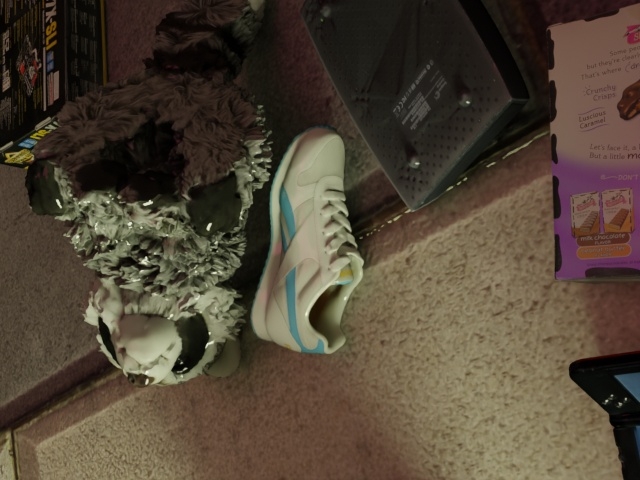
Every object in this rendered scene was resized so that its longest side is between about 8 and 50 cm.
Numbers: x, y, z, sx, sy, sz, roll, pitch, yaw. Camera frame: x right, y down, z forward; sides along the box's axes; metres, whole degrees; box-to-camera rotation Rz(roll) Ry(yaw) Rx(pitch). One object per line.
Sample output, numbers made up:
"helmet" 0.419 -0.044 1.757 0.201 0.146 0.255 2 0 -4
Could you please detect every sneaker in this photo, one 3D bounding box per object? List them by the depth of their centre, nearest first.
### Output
"sneaker" 0.000 0.000 0.739 0.092 0.087 0.228 14 99 34

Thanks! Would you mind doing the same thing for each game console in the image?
"game console" 0.254 0.132 0.486 0.144 0.124 0.085 -18 46 39

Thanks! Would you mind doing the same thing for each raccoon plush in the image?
"raccoon plush" -0.120 -0.046 0.827 0.216 0.446 0.299 18 141 18

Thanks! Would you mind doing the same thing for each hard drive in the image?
"hard drive" 0.078 -0.174 0.669 0.254 0.054 0.172 63 143 22

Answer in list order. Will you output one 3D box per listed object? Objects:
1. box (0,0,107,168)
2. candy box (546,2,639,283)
"box" -0.443 -0.304 1.181 0.257 0.079 0.321 -17 73 38
"candy box" 0.253 -0.070 0.520 0.165 0.070 0.196 -5 81 41
